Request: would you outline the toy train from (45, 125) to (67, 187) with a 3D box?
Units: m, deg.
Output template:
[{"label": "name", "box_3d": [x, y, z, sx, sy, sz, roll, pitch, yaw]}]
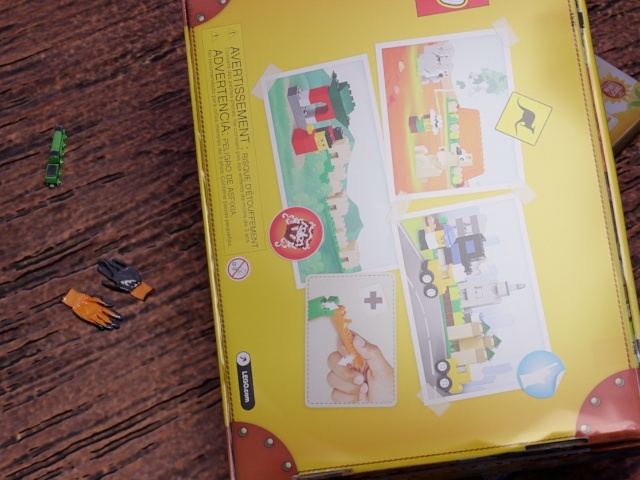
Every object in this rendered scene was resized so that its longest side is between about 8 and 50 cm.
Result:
[{"label": "toy train", "box_3d": [-0.305, -0.098, 1.587, 0.017, 0.023, 0.083, 1, 55, -2]}]

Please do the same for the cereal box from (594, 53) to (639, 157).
[{"label": "cereal box", "box_3d": [0.260, -0.176, 1.651, 0.240, 0.047, 0.173, 37, 61, 22]}]

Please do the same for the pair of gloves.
[{"label": "pair of gloves", "box_3d": [-0.230, 0.057, 1.489, 0.074, 0.010, 0.083, 32, 59, 19]}]

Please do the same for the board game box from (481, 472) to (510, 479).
[{"label": "board game box", "box_3d": [0.176, 0.192, 1.405, 0.090, 0.020, 0.090, -34, 62, -23]}]

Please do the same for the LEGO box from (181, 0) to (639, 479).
[{"label": "LEGO box", "box_3d": [0.088, -0.027, 1.306, 0.373, 0.193, 0.500, -8, 77, 7]}]
